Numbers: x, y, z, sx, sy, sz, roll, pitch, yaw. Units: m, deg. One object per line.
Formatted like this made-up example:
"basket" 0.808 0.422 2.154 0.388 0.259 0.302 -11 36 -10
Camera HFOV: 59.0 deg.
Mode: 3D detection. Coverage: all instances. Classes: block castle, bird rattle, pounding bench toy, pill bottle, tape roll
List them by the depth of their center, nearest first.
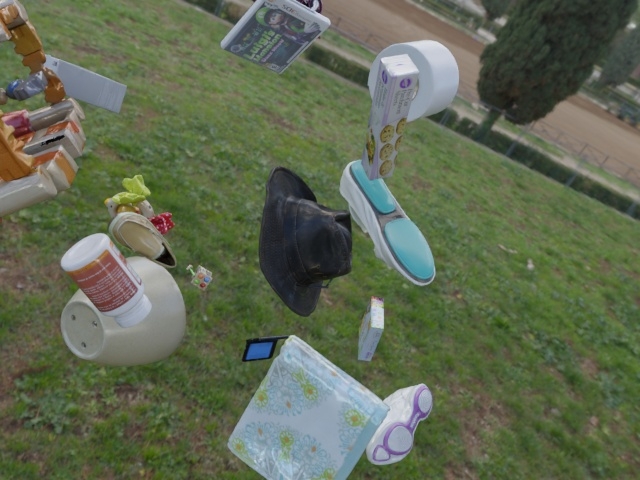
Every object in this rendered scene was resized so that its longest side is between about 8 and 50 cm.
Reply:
"block castle" -0.597 -0.227 0.987 0.213 0.303 0.453 -22 34 -1
"pill bottle" -0.495 0.099 1.331 0.121 0.121 0.216 -98 164 -57
"tape roll" 0.302 -0.517 1.837 0.246 0.246 0.169 41 41 21
"pounding bench toy" -0.412 0.119 1.898 0.083 0.052 0.065 34 6 -18
"bird rattle" -0.661 -0.106 2.052 0.143 0.207 0.253 -80 151 -43

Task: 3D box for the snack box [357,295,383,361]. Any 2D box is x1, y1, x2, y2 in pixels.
"snack box" 0.127 0.225 1.433 0.037 0.141 0.100 10 43 -4

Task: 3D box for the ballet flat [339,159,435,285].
"ballet flat" 0.172 -0.035 1.530 0.139 0.139 0.400 -6 60 -48

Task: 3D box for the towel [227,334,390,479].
"towel" -0.040 0.486 1.475 0.320 0.374 0.090 33 14 13

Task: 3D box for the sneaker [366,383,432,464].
"sneaker" 0.216 0.551 1.688 0.305 0.152 0.114 -37 102 -42

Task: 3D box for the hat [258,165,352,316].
"hat" 0.000 0.000 1.158 0.134 0.331 0.331 -5 18 21

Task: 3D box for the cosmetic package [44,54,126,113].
"cosmetic package" -0.744 -0.484 1.753 0.127 0.107 0.238 26 11 37

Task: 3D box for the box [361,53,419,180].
"box" 0.150 -0.265 1.279 0.067 0.324 0.063 -13 58 -15

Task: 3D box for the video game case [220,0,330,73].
"video game case" -0.102 -0.466 1.279 0.173 0.190 0.022 12 58 -41

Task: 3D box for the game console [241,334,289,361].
"game console" -0.170 0.337 1.767 0.122 0.107 0.071 3 77 -43

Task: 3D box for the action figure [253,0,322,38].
"action figure" -0.121 -0.818 1.912 0.370 0.248 0.275 39 49 -50

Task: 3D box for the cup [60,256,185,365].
"cup" -0.594 0.228 1.634 0.331 0.331 0.237 37 21 15

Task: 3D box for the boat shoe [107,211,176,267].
"boat shoe" -0.330 0.005 1.088 0.072 0.068 0.190 39 -4 24
